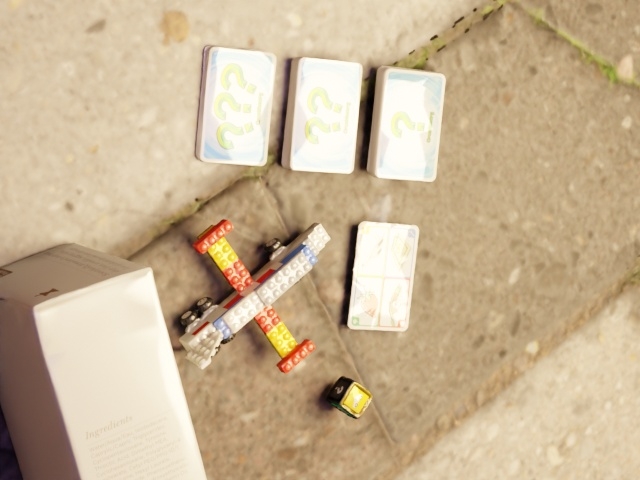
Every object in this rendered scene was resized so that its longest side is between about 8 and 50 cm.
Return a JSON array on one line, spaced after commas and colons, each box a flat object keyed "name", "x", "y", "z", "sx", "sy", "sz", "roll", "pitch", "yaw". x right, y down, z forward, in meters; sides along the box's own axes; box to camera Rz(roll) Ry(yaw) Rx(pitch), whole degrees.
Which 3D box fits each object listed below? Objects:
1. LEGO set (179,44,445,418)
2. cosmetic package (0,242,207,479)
[{"name": "LEGO set", "x": 0.000, "y": 0.000, "z": 1.138, "sx": 0.182, "sy": 0.060, "sz": 0.244, "roll": 4, "pitch": 95, "yaw": -28}, {"name": "cosmetic package", "x": -0.133, "y": 0.125, "z": 1.039, "sx": 0.085, "sy": 0.117, "sz": 0.231, "roll": -20, "pitch": 108, "yaw": -28}]
